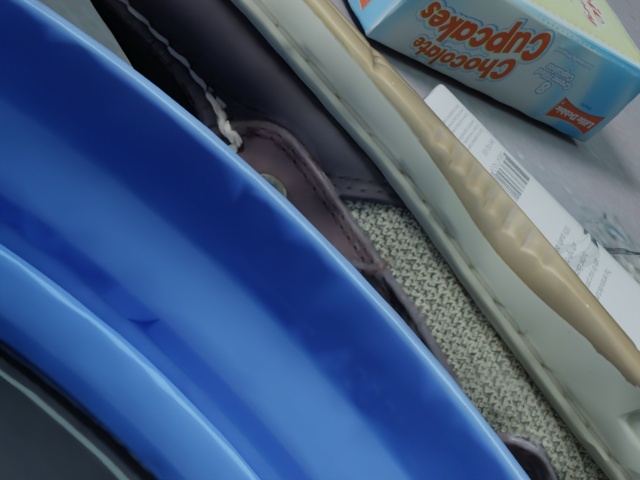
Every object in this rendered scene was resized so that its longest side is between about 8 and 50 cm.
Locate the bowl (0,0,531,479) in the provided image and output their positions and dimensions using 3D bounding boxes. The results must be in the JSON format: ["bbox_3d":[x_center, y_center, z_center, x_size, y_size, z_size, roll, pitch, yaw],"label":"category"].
[{"bbox_3d":[-0.074,0.089,0.201,0.391,0.077,0.391,35,28,-22],"label":"bowl"}]

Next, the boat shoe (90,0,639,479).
[{"bbox_3d":[0.000,0.000,0.419,0.285,0.092,0.103,46,3,-8],"label":"boat shoe"}]

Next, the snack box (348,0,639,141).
[{"bbox_3d":[0.045,-0.209,0.826,0.187,0.060,0.322,18,38,-44],"label":"snack box"}]

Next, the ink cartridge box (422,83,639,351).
[{"bbox_3d":[0.061,0.021,0.524,0.135,0.056,0.099,45,26,-2],"label":"ink cartridge box"}]
